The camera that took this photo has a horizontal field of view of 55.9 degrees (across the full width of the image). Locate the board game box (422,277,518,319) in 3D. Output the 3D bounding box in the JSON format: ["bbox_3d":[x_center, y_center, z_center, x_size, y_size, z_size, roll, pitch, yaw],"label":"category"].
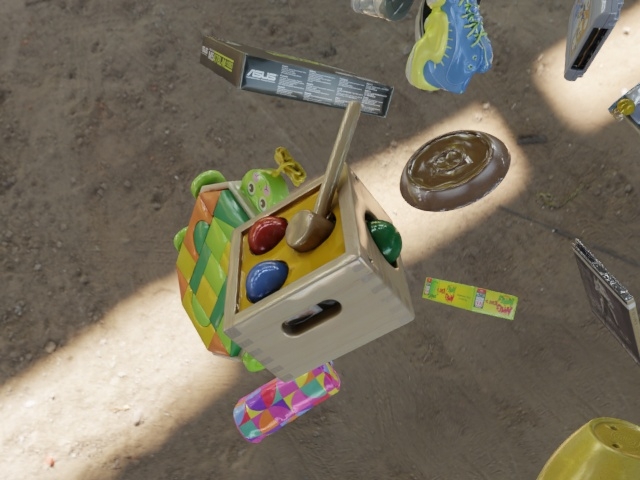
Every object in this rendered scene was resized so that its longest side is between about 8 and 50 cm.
[{"bbox_3d":[0.278,0.108,1.143,0.092,0.181,0.043,14,88,-17],"label":"board game box"}]

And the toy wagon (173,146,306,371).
[{"bbox_3d":[-0.120,0.015,0.881,0.068,0.344,0.267,-11,51,-39],"label":"toy wagon"}]

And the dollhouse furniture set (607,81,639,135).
[{"bbox_3d":[0.927,-0.325,1.469,0.303,0.198,0.286,-35,78,-8],"label":"dollhouse furniture set"}]

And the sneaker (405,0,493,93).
[{"bbox_3d":[0.219,-0.329,0.915,0.126,0.240,0.091,26,48,12],"label":"sneaker"}]

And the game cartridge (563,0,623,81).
[{"bbox_3d":[0.632,-0.527,1.402,0.062,0.297,0.198,5,77,8],"label":"game cartridge"}]

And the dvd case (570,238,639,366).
[{"bbox_3d":[0.525,0.116,1.091,0.018,0.221,0.164,-30,39,7],"label":"dvd case"}]

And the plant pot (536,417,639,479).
[{"bbox_3d":[0.277,0.227,0.568,0.134,0.134,0.095,12,107,15],"label":"plant pot"}]

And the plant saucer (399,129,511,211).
[{"bbox_3d":[0.354,-0.204,1.636,0.311,0.050,0.310,-18,42,17],"label":"plant saucer"}]

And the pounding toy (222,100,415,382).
[{"bbox_3d":[0.000,0.000,0.435,0.141,0.100,0.130,-30,35,19],"label":"pounding toy"}]

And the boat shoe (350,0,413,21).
[{"bbox_3d":[0.146,-0.553,1.061,0.103,0.118,0.320,26,105,35],"label":"boat shoe"}]

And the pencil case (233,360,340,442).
[{"bbox_3d":[-0.069,0.321,1.252,0.236,0.104,0.104,-36,66,8],"label":"pencil case"}]

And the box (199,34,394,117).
[{"bbox_3d":[-0.036,-0.205,0.746,0.184,0.191,0.045,42,122,58],"label":"box"}]

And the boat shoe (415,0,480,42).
[{"bbox_3d":[0.250,-0.460,1.085,0.108,0.102,0.301,17,87,-3],"label":"boat shoe"}]
